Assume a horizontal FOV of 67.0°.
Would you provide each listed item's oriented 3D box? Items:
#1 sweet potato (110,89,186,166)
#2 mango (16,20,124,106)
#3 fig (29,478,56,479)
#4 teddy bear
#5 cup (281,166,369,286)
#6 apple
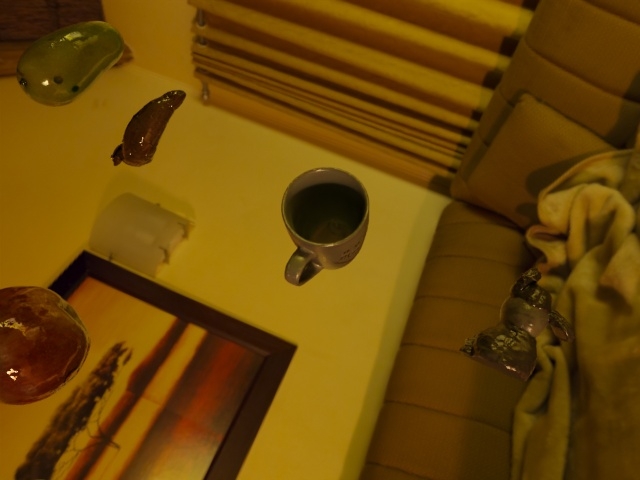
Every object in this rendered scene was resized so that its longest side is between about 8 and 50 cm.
[{"bbox_3d":[-0.455,-0.262,1.240,0.310,0.098,0.124,-37,34,35],"label":"sweet potato"},{"bbox_3d":[-0.612,-0.448,1.207,0.293,0.143,0.175,-49,4,-29],"label":"mango"},{"bbox_3d":[-0.325,0.335,0.525,0.234,0.167,0.167,-53,-3,12],"label":"fig"},{"bbox_3d":[0.457,0.204,1.085,0.251,0.171,0.144,-49,-16,-7],"label":"teddy bear"},{"bbox_3d":[0.000,0.000,1.104,0.258,0.186,0.234,-58,-16,-19],"label":"cup"},{"bbox_3d":[-0.687,0.239,1.154,0.249,0.278,0.309,-24,3,-41],"label":"apple"}]
